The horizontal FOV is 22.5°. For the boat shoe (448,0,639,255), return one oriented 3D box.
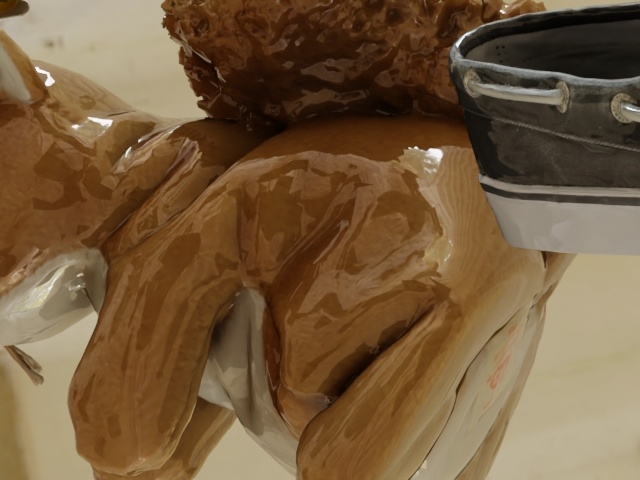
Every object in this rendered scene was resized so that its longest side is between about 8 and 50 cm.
[{"bbox_3d":[0.164,-0.061,0.579,0.306,0.113,0.105,3,-58,58],"label":"boat shoe"}]

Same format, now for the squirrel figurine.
[{"bbox_3d":[-0.041,-0.033,0.952,0.397,0.370,0.281,-60,160,-9],"label":"squirrel figurine"}]

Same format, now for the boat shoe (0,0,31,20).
[{"bbox_3d":[-0.278,-0.191,1.296,0.035,0.100,0.035,32,-66,35],"label":"boat shoe"}]
